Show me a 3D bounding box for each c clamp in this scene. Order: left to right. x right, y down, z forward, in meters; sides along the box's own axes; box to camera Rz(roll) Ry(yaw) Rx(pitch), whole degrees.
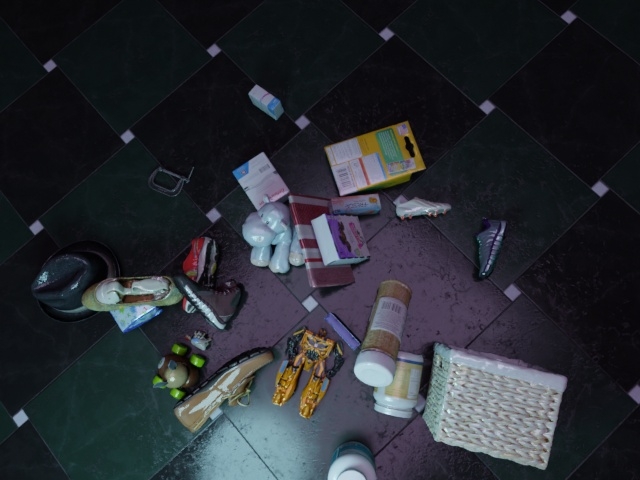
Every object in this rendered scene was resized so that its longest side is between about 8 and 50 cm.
[{"bbox_3d":[-0.583,-0.241,1.812,0.161,0.022,0.137,17,85,7],"label":"c clamp"}]

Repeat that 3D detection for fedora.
[{"bbox_3d":[-0.911,0.138,1.689,0.335,0.152,0.333,-1,77,5],"label":"fedora"}]

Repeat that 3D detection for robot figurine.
[{"bbox_3d":[-0.042,0.437,1.587,0.211,0.085,0.290,21,81,8],"label":"robot figurine"}]

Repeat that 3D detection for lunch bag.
[{"bbox_3d":[-0.671,0.240,1.676,0.151,0.096,0.128,-34,77,-13],"label":"lunch bag"}]

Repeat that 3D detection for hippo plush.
[{"bbox_3d":[-0.139,-0.025,1.615,0.294,0.236,0.234,-35,77,-3],"label":"hippo plush"}]

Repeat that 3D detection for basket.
[{"bbox_3d":[0.505,0.476,1.414,0.332,0.328,0.266,11,83,7],"label":"basket"}]

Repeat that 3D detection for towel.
[{"bbox_3d":[0.000,0.000,1.613,0.037,0.237,0.328,-24,74,34],"label":"towel"}]

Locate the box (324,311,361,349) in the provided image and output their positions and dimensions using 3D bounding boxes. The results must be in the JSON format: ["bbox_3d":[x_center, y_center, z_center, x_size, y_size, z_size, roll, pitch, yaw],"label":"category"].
[{"bbox_3d":[0.076,0.297,1.534,0.036,0.225,0.136,-43,78,-4],"label":"box"}]

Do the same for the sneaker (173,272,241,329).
[{"bbox_3d":[-0.374,0.169,1.606,0.107,0.281,0.162,22,60,42],"label":"sneaker"}]

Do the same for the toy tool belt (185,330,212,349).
[{"bbox_3d":[-0.434,0.349,1.662,0.083,0.052,0.051,29,51,7],"label":"toy tool belt"}]

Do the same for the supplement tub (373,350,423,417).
[{"bbox_3d":[0.252,0.462,1.526,0.145,0.144,0.199,10,79,7],"label":"supplement tub"}]

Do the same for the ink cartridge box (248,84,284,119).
[{"bbox_3d":[-0.209,-0.534,1.805,0.122,0.088,0.052,36,83,11],"label":"ink cartridge box"}]

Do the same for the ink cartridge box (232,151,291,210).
[{"bbox_3d":[-0.215,-0.209,1.740,0.140,0.082,0.190,-33,79,-2],"label":"ink cartridge box"}]

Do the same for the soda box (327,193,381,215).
[{"bbox_3d":[0.122,-0.124,1.680,0.183,0.058,0.062,-7,76,-15],"label":"soda box"}]

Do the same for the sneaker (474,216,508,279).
[{"bbox_3d":[0.579,0.027,1.638,0.098,0.083,0.223,18,75,29],"label":"sneaker"}]

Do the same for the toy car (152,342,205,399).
[{"bbox_3d":[-0.502,0.443,1.571,0.149,0.188,0.155,28,81,10],"label":"toy car"}]

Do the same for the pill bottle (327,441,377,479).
[{"bbox_3d":[0.098,0.715,1.423,0.146,0.264,0.146,-1,78,5],"label":"pill bottle"}]

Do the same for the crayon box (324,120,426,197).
[{"bbox_3d":[0.198,-0.290,1.723,0.323,0.083,0.203,-18,77,2],"label":"crayon box"}]

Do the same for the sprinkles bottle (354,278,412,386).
[{"bbox_3d":[0.207,0.285,1.491,0.121,0.121,0.355,17,45,8],"label":"sprinkles bottle"}]

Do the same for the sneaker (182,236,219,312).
[{"bbox_3d":[-0.452,0.123,1.697,0.119,0.107,0.278,6,76,26],"label":"sneaker"}]

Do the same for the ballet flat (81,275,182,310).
[{"bbox_3d":[-0.648,0.170,1.589,0.349,0.123,0.123,-2,78,-4],"label":"ballet flat"}]

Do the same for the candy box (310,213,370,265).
[{"bbox_3d":[0.073,-0.004,1.614,0.070,0.196,0.164,-27,74,35],"label":"candy box"}]

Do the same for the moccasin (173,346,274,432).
[{"bbox_3d":[-0.308,0.501,1.572,0.380,0.139,0.147,-38,92,-7],"label":"moccasin"}]

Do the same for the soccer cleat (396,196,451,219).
[{"bbox_3d":[0.371,-0.124,1.683,0.197,0.068,0.076,-6,75,6],"label":"soccer cleat"}]
